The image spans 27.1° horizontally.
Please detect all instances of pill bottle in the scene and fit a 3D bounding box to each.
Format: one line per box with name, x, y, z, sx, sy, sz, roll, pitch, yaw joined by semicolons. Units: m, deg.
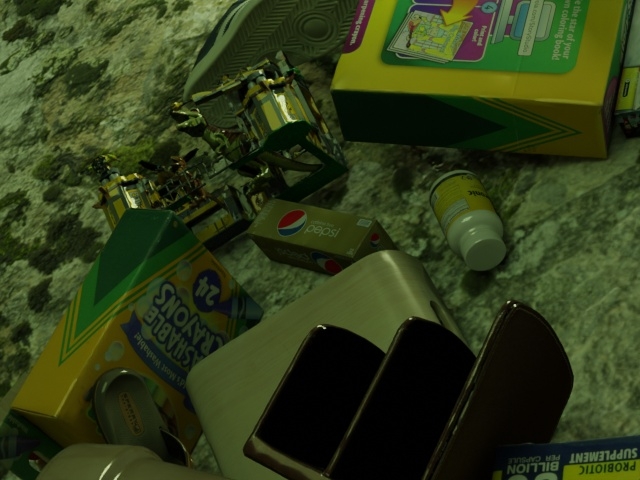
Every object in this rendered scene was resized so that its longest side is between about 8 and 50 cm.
pill bottle;0.166;-0.021;1.484;0.065;0.065;0.116;-30;42;10

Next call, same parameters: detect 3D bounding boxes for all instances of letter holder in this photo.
letter holder;0.096;0.145;1.150;0.152;0.302;0.214;24;82;25

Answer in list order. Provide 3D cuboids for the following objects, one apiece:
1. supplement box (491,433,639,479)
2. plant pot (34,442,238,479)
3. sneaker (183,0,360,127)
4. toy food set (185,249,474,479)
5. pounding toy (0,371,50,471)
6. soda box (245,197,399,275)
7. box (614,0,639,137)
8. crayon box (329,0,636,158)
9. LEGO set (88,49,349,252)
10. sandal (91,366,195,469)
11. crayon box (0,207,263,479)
supplement box;0.236;0.344;0.998;0.194;0.195;0.356;-11;48;28
plant pot;-0.092;0.340;1.191;0.280;0.323;0.323;-3;50;14
sneaker;-0.060;-0.301;1.805;0.350;0.131;0.148;-32;32;38
toy food set;0.016;0.172;1.418;0.306;0.092;0.219;-33;52;9
pounding toy;-0.306;0.245;1.555;0.100;0.141;0.130;-52;28;-15
soda box;0.000;0.000;1.590;0.181;0.061;0.058;14;63;43
box;0.428;-0.225;1.494;0.159;0.044;0.233;-6;50;33
crayon box;0.212;-0.273;1.594;0.313;0.106;0.362;6;56;19
LEGO set;-0.137;-0.129;1.658;0.331;0.255;0.192;-35;67;22
sandal;-0.167;0.232;1.394;0.090;0.219;0.060;-21;-1;-43
crayon box;-0.209;0.151;1.497;0.083;0.203;0.323;5;57;39
